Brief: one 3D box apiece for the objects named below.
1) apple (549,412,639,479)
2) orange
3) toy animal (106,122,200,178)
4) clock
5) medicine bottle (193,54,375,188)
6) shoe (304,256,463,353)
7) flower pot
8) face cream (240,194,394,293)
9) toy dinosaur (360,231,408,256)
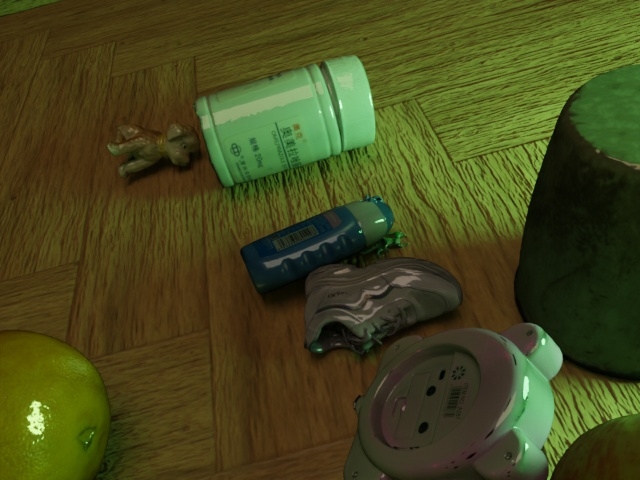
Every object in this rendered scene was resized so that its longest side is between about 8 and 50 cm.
[{"bbox_3d":[0.346,0.284,0.496,0.302,0.301,0.301,-8,45,8],"label":"apple"},{"bbox_3d":[-0.395,0.244,0.742,0.261,0.261,0.261,-8,45,8],"label":"orange"},{"bbox_3d":[-0.360,-0.231,1.325,0.185,0.104,0.183,-16,37,5],"label":"toy animal"},{"bbox_3d":[0.150,0.200,0.684,0.248,0.090,0.227,-24,30,45],"label":"clock"},{"bbox_3d":[-0.065,-0.240,1.186,0.333,0.189,0.189,-17,44,-1],"label":"medicine bottle"},{"bbox_3d":[0.086,0.105,0.878,0.245,0.095,0.137,-3,49,17],"label":"shoe"},{"bbox_3d":[0.413,-0.030,0.753,0.294,0.330,0.293,-6,45,6],"label":"flower pot"},{"bbox_3d":[0.000,0.000,0.994,0.264,0.083,0.149,-23,21,-8],"label":"face cream"},{"bbox_3d":[0.110,0.002,1.020,0.084,0.021,0.062,5,40,15],"label":"toy dinosaur"}]
